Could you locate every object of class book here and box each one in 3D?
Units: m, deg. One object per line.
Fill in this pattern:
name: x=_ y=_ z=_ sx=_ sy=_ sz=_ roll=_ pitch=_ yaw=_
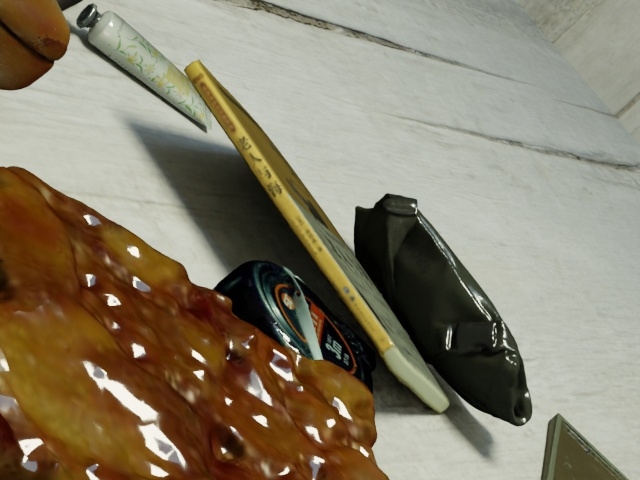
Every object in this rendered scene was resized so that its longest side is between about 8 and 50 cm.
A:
book: x=0.000 y=0.000 z=1.717 sx=0.389 sy=0.032 sz=0.269 roll=55 pitch=4 yaw=23

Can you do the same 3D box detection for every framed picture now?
framed picture: x=0.356 y=0.331 z=1.878 sx=0.265 sy=0.018 sz=0.192 roll=44 pitch=22 yaw=-4

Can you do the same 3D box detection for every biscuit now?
biscuit: x=-0.128 y=0.154 z=1.136 sx=0.395 sy=0.166 sz=0.342 roll=34 pitch=26 yaw=-21

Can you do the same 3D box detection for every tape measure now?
tape measure: x=-0.034 y=0.106 z=1.471 sx=0.181 sy=0.107 sz=0.182 roll=45 pitch=16 yaw=-9

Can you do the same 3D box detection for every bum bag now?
bum bag: x=0.127 y=0.073 z=1.790 sx=0.080 sy=0.142 sz=0.326 roll=-25 pitch=64 yaw=-27

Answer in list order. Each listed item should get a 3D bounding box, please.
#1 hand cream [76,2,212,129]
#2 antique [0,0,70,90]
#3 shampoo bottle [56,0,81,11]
hand cream: x=-0.191 y=-0.197 z=1.826 sx=0.194 sy=0.042 sz=0.067 roll=37 pitch=21 yaw=-30
antique: x=-0.347 y=-0.263 z=1.511 sx=0.278 sy=0.129 sz=0.223 roll=55 pitch=12 yaw=8
shampoo bottle: x=-0.294 y=-0.296 z=1.765 sx=0.079 sy=0.080 sz=0.246 roll=44 pitch=21 yaw=-4
